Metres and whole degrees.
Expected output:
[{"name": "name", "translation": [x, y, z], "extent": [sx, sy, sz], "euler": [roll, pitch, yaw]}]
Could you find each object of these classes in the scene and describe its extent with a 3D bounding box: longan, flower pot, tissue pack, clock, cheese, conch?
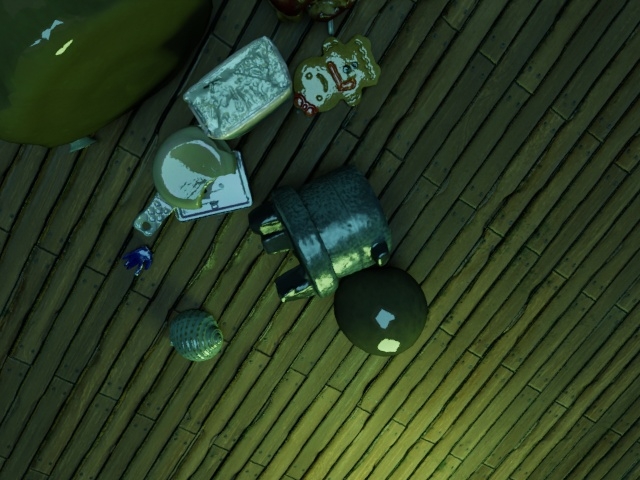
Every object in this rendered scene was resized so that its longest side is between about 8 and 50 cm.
[{"name": "longan", "translation": [0.154, 0.174, 1.074], "extent": [0.248, 0.248, 0.248], "euler": [-1, 106, -5]}, {"name": "flower pot", "translation": [0.000, 0.000, 0.978], "extent": [0.282, 0.299, 0.299], "euler": [-24, 107, -6]}, {"name": "tissue pack", "translation": [-0.159, -0.306, 0.872], "extent": [0.201, 0.271, 0.124], "euler": [-36, 104, 5]}, {"name": "clock", "translation": [-0.273, -0.137, 1.013], "extent": [0.193, 0.073, 0.145], "euler": [-13, 107, -2]}, {"name": "cheese", "translation": [-0.320, -0.123, 0.935], "extent": [0.163, 0.082, 0.286], "euler": [38, 101, -14]}, {"name": "conch", "translation": [-0.339, 0.257, 1.111], "extent": [0.153, 0.102, 0.135], "euler": [0, 91, -5]}]

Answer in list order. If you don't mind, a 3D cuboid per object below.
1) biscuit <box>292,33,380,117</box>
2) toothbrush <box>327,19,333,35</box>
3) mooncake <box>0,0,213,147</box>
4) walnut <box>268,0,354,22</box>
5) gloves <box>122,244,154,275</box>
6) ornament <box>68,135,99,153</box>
[{"name": "biscuit", "translation": [0.030, -0.393, 0.989], "extent": [0.225, 0.036, 0.166], "euler": [-24, 108, 2]}, {"name": "toothbrush", "translation": [0.023, -0.625, 0.923], "extent": [0.030, 0.030, 0.304], "euler": [-3, 105, -4]}, {"name": "mooncake", "translation": [-0.436, -0.385, 0.730], "extent": [0.467, 0.467, 0.262], "euler": [-38, 99, 6]}, {"name": "walnut", "translation": [-0.058, -0.578, 0.836], "extent": [0.243, 0.221, 0.269], "euler": [-14, 99, 38]}, {"name": "gloves", "translation": [-0.471, 0.053, 1.073], "extent": [0.086, 0.026, 0.064], "euler": [-33, 108, 4]}, {"name": "ornament", "translation": [-0.585, -0.284, 0.940], "extent": [0.074, 0.081, 0.156], "euler": [-23, 111, -3]}]
